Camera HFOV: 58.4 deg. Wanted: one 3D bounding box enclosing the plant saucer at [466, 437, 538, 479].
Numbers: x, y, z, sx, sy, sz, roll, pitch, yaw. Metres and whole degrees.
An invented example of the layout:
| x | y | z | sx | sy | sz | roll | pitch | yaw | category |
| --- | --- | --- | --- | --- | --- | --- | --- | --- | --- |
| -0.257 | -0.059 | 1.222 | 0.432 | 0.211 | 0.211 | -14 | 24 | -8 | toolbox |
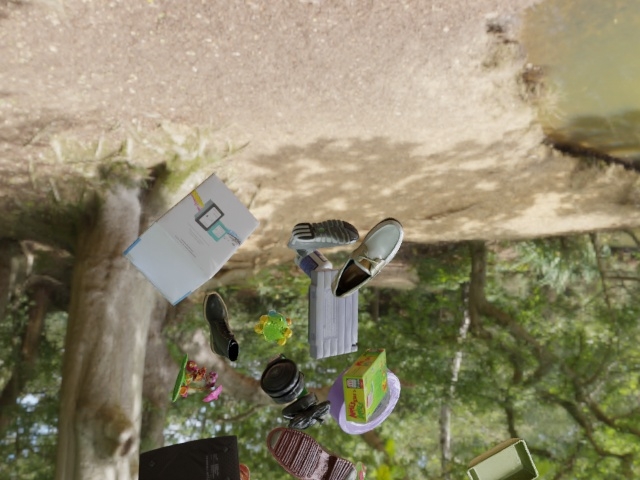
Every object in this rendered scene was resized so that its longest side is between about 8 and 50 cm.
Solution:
| x | y | z | sx | sy | sz | roll | pitch | yaw | category |
| --- | --- | --- | --- | --- | --- | --- | --- | --- | --- |
| 0.529 | 0.672 | 1.690 | 0.188 | 0.188 | 0.045 | -29 | -152 | -1 | plant saucer |

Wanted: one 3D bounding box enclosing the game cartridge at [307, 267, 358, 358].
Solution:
| x | y | z | sx | sy | sz | roll | pitch | yaw | category |
| --- | --- | --- | --- | --- | --- | --- | --- | --- | --- |
| 0.052 | 0.290 | 2.331 | 0.230 | 0.355 | 0.068 | -2 | -175 | -33 | game cartridge |

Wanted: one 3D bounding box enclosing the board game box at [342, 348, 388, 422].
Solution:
| x | y | z | sx | sy | sz | roll | pitch | yaw | category |
| --- | --- | --- | --- | --- | --- | --- | --- | --- | --- |
| 0.095 | 0.292 | 1.173 | 0.043 | 0.092 | 0.181 | -3 | -175 | 20 | board game box |

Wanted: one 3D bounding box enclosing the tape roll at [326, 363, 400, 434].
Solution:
| x | y | z | sx | sy | sz | roll | pitch | yaw | category |
| --- | --- | --- | --- | --- | --- | --- | --- | --- | --- |
| 0.161 | 0.578 | 2.119 | 0.275 | 0.275 | 0.090 | 8 | -160 | -38 | tape roll |

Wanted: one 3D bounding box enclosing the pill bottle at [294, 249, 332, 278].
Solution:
| x | y | z | sx | sy | sz | roll | pitch | yaw | category |
| --- | --- | --- | --- | --- | --- | --- | --- | --- | --- |
| -0.015 | 0.116 | 2.487 | 0.186 | 0.112 | 0.112 | 44 | -165 | 27 | pill bottle |

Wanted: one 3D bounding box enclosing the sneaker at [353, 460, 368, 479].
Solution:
| x | y | z | sx | sy | sz | roll | pitch | yaw | category |
| --- | --- | --- | --- | --- | --- | --- | --- | --- | --- |
| 0.066 | 0.959 | 2.205 | 0.202 | 0.185 | 0.483 | -10 | 161 | -17 | sneaker |

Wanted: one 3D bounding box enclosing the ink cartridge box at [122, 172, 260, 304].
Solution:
| x | y | z | sx | sy | sz | roll | pitch | yaw | category |
| --- | --- | --- | --- | --- | --- | --- | --- | --- | --- |
| -0.341 | -0.007 | 1.545 | 0.198 | 0.197 | 0.270 | -34 | -167 | 39 | ink cartridge box |

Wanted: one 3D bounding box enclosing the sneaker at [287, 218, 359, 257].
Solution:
| x | y | z | sx | sy | sz | roll | pitch | yaw | category |
| --- | --- | --- | --- | --- | --- | --- | --- | --- | --- |
| 0.000 | 0.000 | 1.801 | 0.228 | 0.086 | 0.132 | 2 | 147 | -24 | sneaker |

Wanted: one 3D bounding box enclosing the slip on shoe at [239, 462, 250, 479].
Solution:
| x | y | z | sx | sy | sz | roll | pitch | yaw | category |
| --- | --- | --- | --- | --- | --- | --- | --- | --- | --- |
| -0.351 | 0.932 | 2.259 | 0.123 | 0.101 | 0.331 | 15 | 175 | 13 | slip on shoe |

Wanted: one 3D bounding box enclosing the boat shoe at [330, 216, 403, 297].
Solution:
| x | y | z | sx | sy | sz | roll | pitch | yaw | category |
| --- | --- | --- | --- | --- | --- | --- | --- | --- | --- |
| 0.143 | 0.064 | 1.724 | 0.113 | 0.302 | 0.103 | 37 | -159 | 1 | boat shoe |

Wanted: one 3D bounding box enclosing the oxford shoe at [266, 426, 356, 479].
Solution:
| x | y | z | sx | sy | sz | roll | pitch | yaw | category |
| --- | --- | --- | --- | --- | --- | --- | --- | --- | --- |
| -0.049 | 0.675 | 1.785 | 0.348 | 0.123 | 0.130 | 41 | 160 | -25 | oxford shoe |

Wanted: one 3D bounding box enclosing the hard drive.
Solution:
| x | y | z | sx | sy | sz | roll | pitch | yaw | category |
| --- | --- | --- | --- | --- | --- | --- | --- | --- | --- |
| -0.330 | 0.597 | 1.451 | 0.254 | 0.172 | 0.054 | -9 | 132 | -6 | hard drive |

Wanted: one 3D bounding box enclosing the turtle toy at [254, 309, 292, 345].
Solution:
| x | y | z | sx | sy | sz | roll | pitch | yaw | category |
| --- | --- | --- | --- | --- | --- | --- | --- | --- | --- |
| -0.126 | 0.236 | 1.558 | 0.095 | 0.066 | 0.130 | 30 | 139 | -4 | turtle toy |

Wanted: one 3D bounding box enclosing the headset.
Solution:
| x | y | z | sx | sy | sz | roll | pitch | yaw | category |
| --- | --- | --- | --- | --- | --- | --- | --- | --- | --- |
| -0.062 | 0.481 | 1.800 | 0.185 | 0.243 | 0.394 | -31 | -171 | 1 | headset |

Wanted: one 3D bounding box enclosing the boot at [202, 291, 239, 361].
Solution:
| x | y | z | sx | sy | sz | roll | pitch | yaw | category |
| --- | --- | --- | --- | --- | --- | --- | --- | --- | --- |
| -0.288 | 0.258 | 1.714 | 0.077 | 0.198 | 0.137 | -17 | -170 | -28 | boot |

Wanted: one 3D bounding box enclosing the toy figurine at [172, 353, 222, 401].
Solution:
| x | y | z | sx | sy | sz | roll | pitch | yaw | category |
| --- | --- | --- | --- | --- | --- | --- | --- | --- | --- |
| -0.433 | 0.510 | 2.064 | 0.159 | 0.173 | 0.130 | 17 | 163 | -16 | toy figurine |
